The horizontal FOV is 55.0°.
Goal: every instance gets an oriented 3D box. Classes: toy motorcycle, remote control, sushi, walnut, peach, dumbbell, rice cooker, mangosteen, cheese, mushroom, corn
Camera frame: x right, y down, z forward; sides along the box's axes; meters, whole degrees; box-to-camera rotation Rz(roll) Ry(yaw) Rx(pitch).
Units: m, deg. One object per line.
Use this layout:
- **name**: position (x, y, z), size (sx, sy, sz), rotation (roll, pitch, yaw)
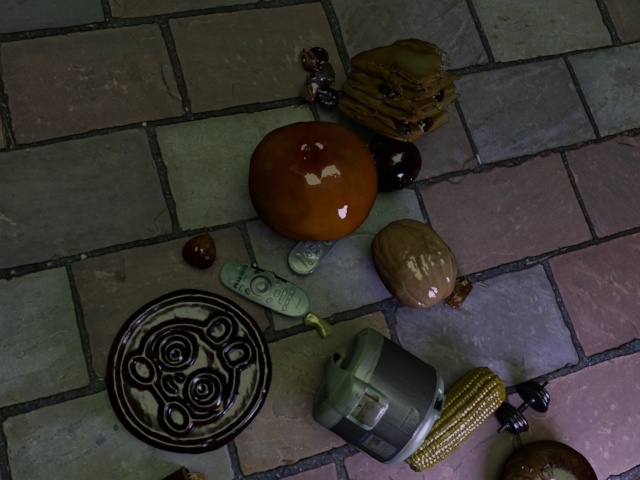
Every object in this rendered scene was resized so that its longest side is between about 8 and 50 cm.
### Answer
- **toy motorcycle**: position (-0.016, -0.488, 1.832), size (0.118, 0.084, 0.213), rotation (-7, 69, -14)
- **remote control**: position (0.000, 0.000, 1.717), size (0.087, 0.047, 0.244), rotation (41, 70, 3)
- **sushi**: position (0.394, 0.150, 1.769), size (0.060, 0.061, 0.118), rotation (37, 49, 8)
- **walnut**: position (0.252, 0.060, 1.677), size (0.225, 0.225, 0.261), rotation (-23, 69, -18)
- **peach**: position (-0.018, -0.159, 1.597), size (0.342, 0.302, 0.343), rotation (-2, 61, 4)
- **dumbbell**: position (0.560, 0.459, 1.696), size (0.208, 0.099, 0.099), rotation (-37, 86, -19)
- **rice cooker**: position (0.132, 0.380, 1.521), size (0.277, 0.288, 0.288), rotation (33, 70, -5)
- **mangosteen**: position (0.206, -0.232, 1.775), size (0.172, 0.172, 0.184), rotation (-4, 56, -15)
- **remote control**: position (-0.147, 0.130, 1.647), size (0.256, 0.045, 0.097), rotation (28, 69, -1)
- **cheese**: position (-0.009, 0.228, 1.659), size (0.083, 0.030, 0.044), rotation (34, 63, -8)
- **mushroom**: position (0.609, 0.678, 1.613), size (0.278, 0.163, 0.297), rotation (19, 70, -7)
- **corn**: position (0.347, 0.473, 1.627), size (0.344, 0.131, 0.131), rotation (-38, 86, -18)

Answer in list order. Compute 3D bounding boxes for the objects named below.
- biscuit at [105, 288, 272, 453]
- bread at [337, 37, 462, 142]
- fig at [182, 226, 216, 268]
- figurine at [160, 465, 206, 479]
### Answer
- **biscuit**: position (-0.321, 0.320, 1.528), size (0.407, 0.091, 0.408), rotation (4, 73, -13)
- **bread**: position (0.249, -0.464, 1.765), size (0.314, 0.192, 0.370), rotation (29, 55, 30)
- **fig**: position (-0.308, 0.013, 1.628), size (0.088, 0.089, 0.125), rotation (24, 52, -6)
- **figurine**: position (-0.344, 0.591, 1.442), size (0.154, 0.098, 0.082), rotation (-26, 79, -16)
